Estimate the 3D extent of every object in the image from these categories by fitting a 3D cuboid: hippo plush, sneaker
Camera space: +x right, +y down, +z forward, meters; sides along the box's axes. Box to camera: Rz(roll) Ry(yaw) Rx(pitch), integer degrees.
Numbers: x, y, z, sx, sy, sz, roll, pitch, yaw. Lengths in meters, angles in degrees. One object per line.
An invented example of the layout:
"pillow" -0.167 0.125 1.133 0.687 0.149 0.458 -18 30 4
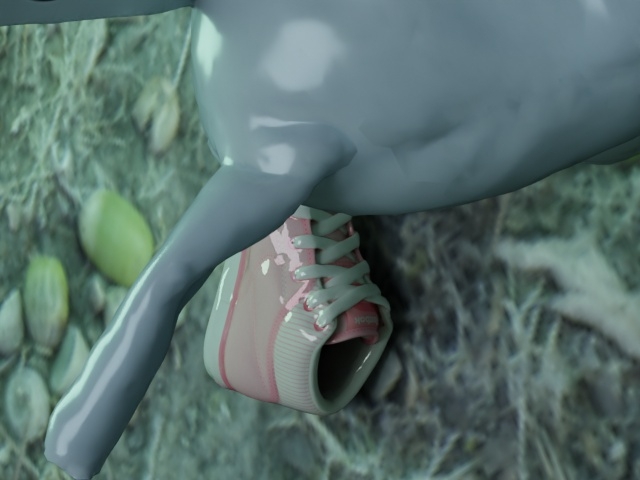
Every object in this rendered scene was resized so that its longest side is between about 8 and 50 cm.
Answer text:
"hippo plush" 0.085 -0.106 0.420 0.236 0.294 0.234 -3 108 39
"sneaker" 0.000 0.000 0.654 0.070 0.051 0.134 22 108 44
